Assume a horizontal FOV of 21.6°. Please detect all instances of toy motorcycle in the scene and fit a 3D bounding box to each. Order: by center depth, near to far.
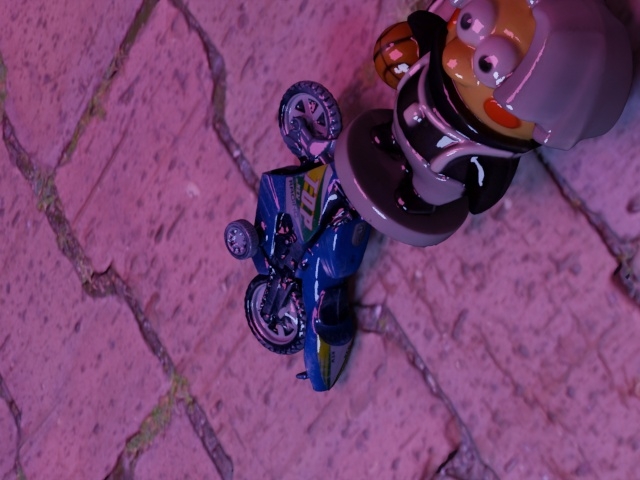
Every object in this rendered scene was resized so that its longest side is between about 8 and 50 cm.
[{"bbox_3d":[0.000,0.000,1.388,0.135,0.092,0.254,30,122,35],"label":"toy motorcycle"}]

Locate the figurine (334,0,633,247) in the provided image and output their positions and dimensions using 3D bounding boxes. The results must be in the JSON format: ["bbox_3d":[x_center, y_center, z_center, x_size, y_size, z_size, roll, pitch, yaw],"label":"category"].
[{"bbox_3d":[0.117,-0.116,1.219,0.236,0.133,0.176,-43,62,44],"label":"figurine"}]
